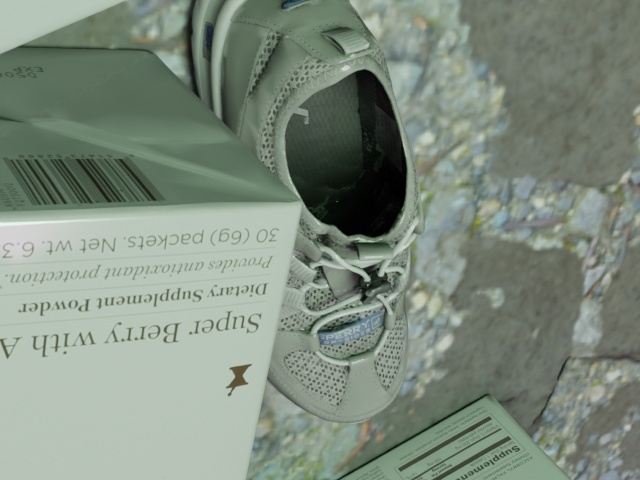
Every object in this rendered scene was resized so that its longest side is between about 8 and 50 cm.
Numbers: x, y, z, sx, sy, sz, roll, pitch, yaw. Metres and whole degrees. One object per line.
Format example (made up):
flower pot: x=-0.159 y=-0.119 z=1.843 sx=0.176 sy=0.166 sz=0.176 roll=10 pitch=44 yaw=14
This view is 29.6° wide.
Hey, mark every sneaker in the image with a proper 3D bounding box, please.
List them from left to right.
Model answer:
sneaker: x=0.000 y=0.000 z=0.621 sx=0.105 sy=0.115 sz=0.281 roll=-25 pitch=128 yaw=-15

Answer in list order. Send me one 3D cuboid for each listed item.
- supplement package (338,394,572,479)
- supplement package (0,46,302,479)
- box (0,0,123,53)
supplement package: x=0.058 y=0.270 z=0.801 sx=0.262 sy=0.145 sz=0.204 roll=-27 pitch=128 yaw=-13
supplement package: x=-0.144 y=0.078 z=0.547 sx=0.178 sy=0.175 sz=0.292 roll=-4 pitch=120 yaw=-29
box: x=-0.167 y=-0.222 z=0.317 sx=0.215 sy=0.168 sz=0.345 roll=-24 pitch=134 yaw=-4
